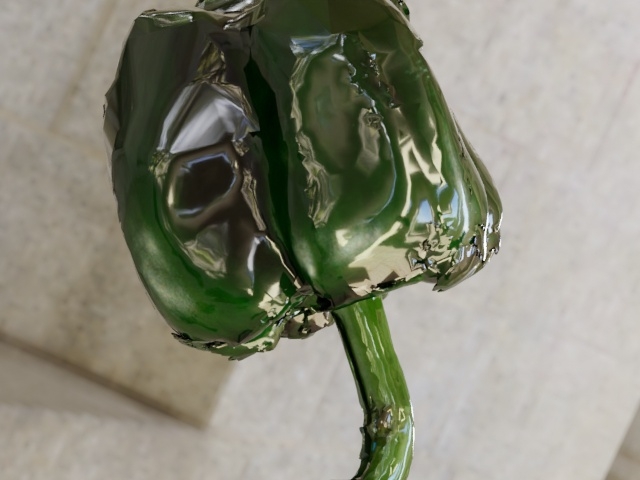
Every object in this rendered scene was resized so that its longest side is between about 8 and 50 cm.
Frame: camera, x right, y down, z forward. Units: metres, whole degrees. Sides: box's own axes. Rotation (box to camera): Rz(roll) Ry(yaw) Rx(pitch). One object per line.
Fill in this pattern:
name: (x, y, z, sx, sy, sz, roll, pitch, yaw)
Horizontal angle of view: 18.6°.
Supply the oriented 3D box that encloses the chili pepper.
chili pepper: (0.000, 0.000, 0.935, 0.174, 0.261, 0.165, -17, 4, 13)
